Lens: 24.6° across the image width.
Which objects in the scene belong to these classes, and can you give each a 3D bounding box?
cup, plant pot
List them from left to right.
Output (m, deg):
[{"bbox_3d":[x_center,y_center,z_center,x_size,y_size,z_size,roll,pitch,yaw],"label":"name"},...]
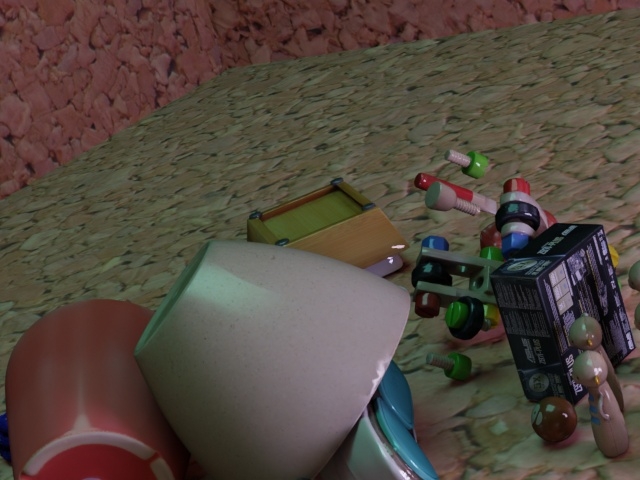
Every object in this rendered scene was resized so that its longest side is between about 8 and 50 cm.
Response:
[{"bbox_3d":[-0.280,0.250,1.865,0.275,0.275,0.243,-18,29,5],"label":"plant pot"},{"bbox_3d":[-0.082,0.133,1.767,0.331,0.237,0.331,-53,10,13],"label":"cup"}]

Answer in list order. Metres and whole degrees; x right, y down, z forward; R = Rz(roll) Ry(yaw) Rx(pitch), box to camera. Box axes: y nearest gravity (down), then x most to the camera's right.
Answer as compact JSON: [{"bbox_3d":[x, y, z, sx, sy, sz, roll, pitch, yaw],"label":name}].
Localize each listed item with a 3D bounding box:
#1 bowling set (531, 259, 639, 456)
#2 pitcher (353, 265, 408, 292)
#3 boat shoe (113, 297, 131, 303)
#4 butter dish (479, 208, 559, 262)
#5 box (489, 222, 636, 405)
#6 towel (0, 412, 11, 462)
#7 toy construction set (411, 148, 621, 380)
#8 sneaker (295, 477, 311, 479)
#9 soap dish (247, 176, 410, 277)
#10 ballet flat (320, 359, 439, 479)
[{"bbox_3d":[0.325,0.151,1.661,0.200,0.154,0.287,-17,18,8],"label":"bowling set"},{"bbox_3d":[0.030,0.095,2.203,0.177,0.125,0.207,3,13,16],"label":"pitcher"},{"bbox_3d":[-0.345,0.154,2.494,0.059,0.063,0.170,-10,30,20],"label":"boat shoe"},{"bbox_3d":[0.299,-0.001,2.173,0.160,0.118,0.160,-20,18,0],"label":"butter dish"},{"bbox_3d":[0.302,0.089,1.817,0.077,0.180,0.147,3,30,46],"label":"box"},{"bbox_3d":[-0.328,0.233,2.220,0.227,0.076,0.308,-3,25,43],"label":"towel"},{"bbox_3d":[0.272,0.021,2.024,0.257,0.237,0.309,-57,29,28],"label":"toy construction set"},{"bbox_3d":[-0.002,0.355,1.567,0.081,0.094,0.208,20,26,-21],"label":"sneaker"},{"bbox_3d":[0.000,0.000,2.477,0.229,0.118,0.291,-23,18,-8],"label":"soap dish"},{"bbox_3d":[0.055,0.244,1.759,0.139,0.139,0.400,-19,14,2],"label":"ballet flat"}]
